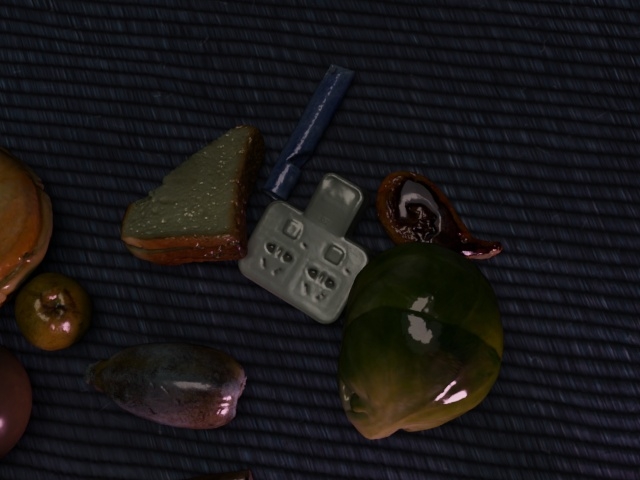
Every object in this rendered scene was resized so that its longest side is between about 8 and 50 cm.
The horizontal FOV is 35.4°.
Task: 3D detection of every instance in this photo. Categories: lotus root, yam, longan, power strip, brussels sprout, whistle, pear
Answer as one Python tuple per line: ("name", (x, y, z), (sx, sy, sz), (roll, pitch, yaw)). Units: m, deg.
("lotus root", (-0.302, 0.265, 1.883), (0.322, 0.140, 0.158), (7, 79, 7))
("yam", (-0.256, 0.471, 1.884), (0.264, 0.046, 0.046), (-10, 78, 1))
("longan", (-0.662, 0.303, 1.851), (0.258, 0.258, 0.258), (-1, 78, 3))
("power strip", (0.000, 0.000, 1.941), (0.229, 0.141, 0.261), (31, 96, 10))
("brussels sprout", (0.172, 0.189, 1.798), (0.289, 0.281, 0.354), (30, 106, -20))
("whistle", (-0.024, -0.219, 2.005), (0.062, 0.062, 0.304), (27, 81, 9))
("pear", (-0.509, 0.135, 1.915), (0.149, 0.162, 0.148), (2, 78, -8))

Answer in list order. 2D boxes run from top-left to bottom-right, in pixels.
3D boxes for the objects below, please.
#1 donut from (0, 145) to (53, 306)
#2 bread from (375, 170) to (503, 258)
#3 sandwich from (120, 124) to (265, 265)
("donut", (-0.734, -0.019, 1.903), (0.449, 0.198, 0.449), (3, 60, -4))
("bread", (0.215, -0.020, 1.941), (0.269, 0.095, 0.139), (43, 86, -4))
("sandwich", (-0.246, -0.088, 1.951), (0.254, 0.099, 0.288), (-2, 57, 21))
